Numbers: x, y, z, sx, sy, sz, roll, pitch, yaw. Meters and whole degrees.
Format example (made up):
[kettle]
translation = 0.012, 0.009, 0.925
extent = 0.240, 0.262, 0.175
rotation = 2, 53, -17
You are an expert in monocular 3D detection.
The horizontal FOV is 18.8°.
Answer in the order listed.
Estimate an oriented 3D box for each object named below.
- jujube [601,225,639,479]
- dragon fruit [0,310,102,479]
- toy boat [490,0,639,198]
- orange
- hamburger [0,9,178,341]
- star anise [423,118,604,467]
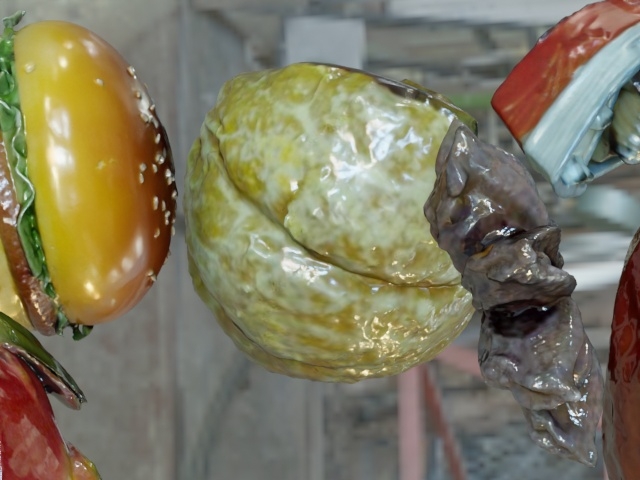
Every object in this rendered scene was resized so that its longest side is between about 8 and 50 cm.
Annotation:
[jujube]
translation = 0.325, 0.112, 1.303
extent = 0.276, 0.276, 0.377
rotation = -54, 137, -65
[dragon fruit]
translation = -0.267, 0.178, 1.214
extent = 0.226, 0.305, 0.305
rotation = 43, 46, -58
[toy boat]
translation = 0.267, -0.111, 1.514
extent = 0.331, 0.133, 0.145
rotation = -23, 143, -41
[orange]
translation = 0.000, 0.000, 1.576
extent = 0.210, 0.271, 0.369
rotation = -51, 173, -14
[hamburger]
translation = -0.188, -0.047, 1.373
extent = 0.246, 0.170, 0.246
rotation = -12, 90, -88
[star anise]
translation = 0.112, 0.017, 1.143
extent = 0.212, 0.073, 0.197
rotation = -101, 170, -58
